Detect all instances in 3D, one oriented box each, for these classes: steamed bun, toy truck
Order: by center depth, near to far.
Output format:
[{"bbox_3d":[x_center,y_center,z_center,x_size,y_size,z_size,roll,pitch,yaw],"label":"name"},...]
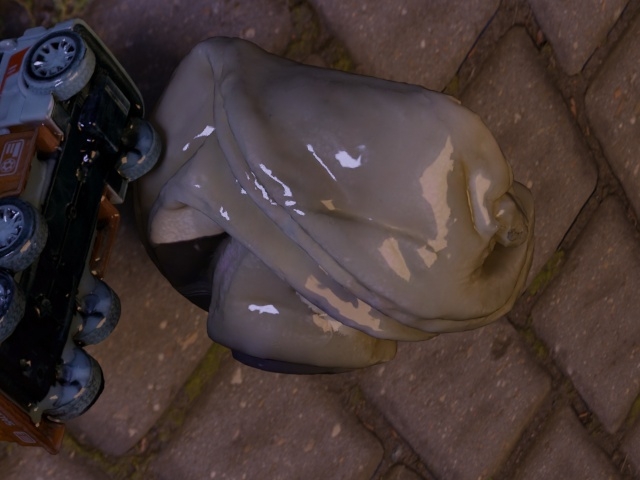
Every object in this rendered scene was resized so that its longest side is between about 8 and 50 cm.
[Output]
[{"bbox_3d":[-0.235,-0.007,1.174,0.136,0.162,0.305,55,38,-51],"label":"toy truck"},{"bbox_3d":[0.000,0.000,1.335,0.346,0.394,0.237,25,82,-17],"label":"steamed bun"}]
